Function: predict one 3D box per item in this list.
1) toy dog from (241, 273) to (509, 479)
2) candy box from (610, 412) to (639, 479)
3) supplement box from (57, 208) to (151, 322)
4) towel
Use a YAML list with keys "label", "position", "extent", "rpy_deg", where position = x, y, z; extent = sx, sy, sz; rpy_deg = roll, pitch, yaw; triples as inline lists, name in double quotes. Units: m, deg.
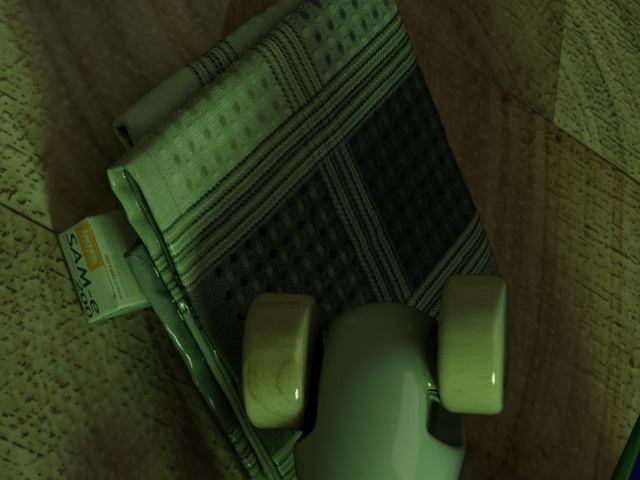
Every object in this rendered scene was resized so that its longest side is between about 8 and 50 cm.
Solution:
- label: "toy dog"
  position: [0.034, 0.174, 0.985]
  extent: [0.161, 0.220, 0.333]
  rpy_deg: [32, 78, -74]
- label: "candy box"
  position: [0.210, 0.246, 1.048]
  extent: [0.122, 0.317, 0.268]
  rpy_deg: [22, 47, 12]
- label: "supplement box"
  position: [-0.113, 0.011, 1.058]
  extent: [0.098, 0.036, 0.062]
  rpy_deg: [-13, 81, -46]
- label: "towel"
  position: [0.000, 0.000, 1.121]
  extent: [0.324, 0.056, 0.312]
  rpy_deg: [-47, 122, -44]
